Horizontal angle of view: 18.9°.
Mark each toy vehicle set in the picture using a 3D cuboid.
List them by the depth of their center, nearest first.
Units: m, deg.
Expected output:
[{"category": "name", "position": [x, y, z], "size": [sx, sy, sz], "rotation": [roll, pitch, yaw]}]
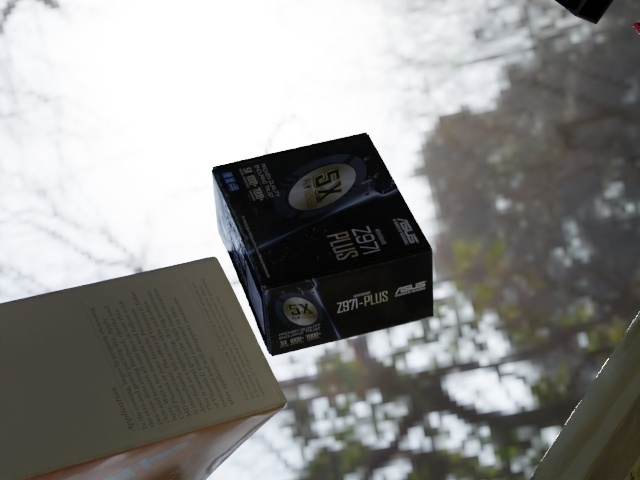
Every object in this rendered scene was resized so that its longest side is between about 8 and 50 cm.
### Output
[{"category": "toy vehicle set", "position": [0.237, 0.194, 1.524], "size": [0.166, 0.035, 0.267], "rotation": [-52, -30, -22]}]

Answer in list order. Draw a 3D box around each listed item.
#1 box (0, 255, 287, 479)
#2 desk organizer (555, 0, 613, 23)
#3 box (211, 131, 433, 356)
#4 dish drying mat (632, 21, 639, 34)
[{"category": "box", "position": [-0.244, 0.163, 1.769], "size": [0.345, 0.215, 0.168], "rotation": [-12, -112, -38]}, {"category": "desk organizer", "position": [0.184, -0.208, 1.492], "size": [0.050, 0.047, 0.130], "rotation": [43, -162, 26]}, {"category": "box", "position": [0.000, 0.000, 1.639], "size": [0.180, 0.147, 0.078], "rotation": [-115, 16, -49]}, {"category": "dish drying mat", "position": [0.358, -0.196, 1.993], "size": [0.083, 0.008, 0.032], "rotation": [53, -148, 16]}]
